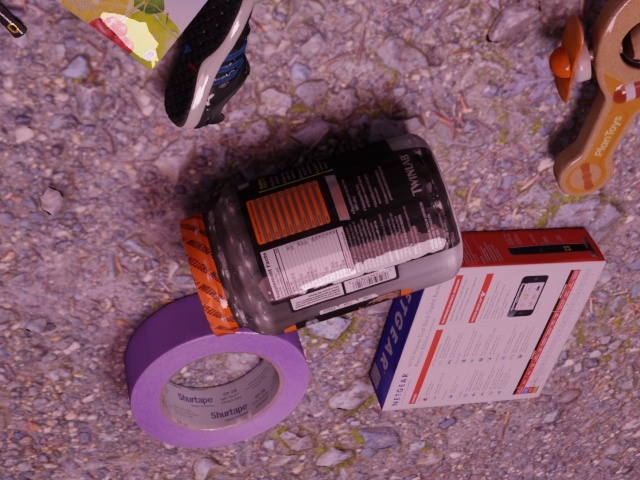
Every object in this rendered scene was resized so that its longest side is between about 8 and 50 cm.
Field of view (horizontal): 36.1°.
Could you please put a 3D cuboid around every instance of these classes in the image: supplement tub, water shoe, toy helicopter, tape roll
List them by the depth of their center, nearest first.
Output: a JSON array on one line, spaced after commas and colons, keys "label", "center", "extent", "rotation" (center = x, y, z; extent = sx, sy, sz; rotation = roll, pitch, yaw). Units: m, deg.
[{"label": "water shoe", "center": [-0.118, -0.222, 1.152], "extent": [0.080, 0.073, 0.203], "rotation": [-11, 142, -49]}, {"label": "supplement tub", "center": [0.000, 0.000, 1.294], "extent": [0.338, 0.207, 0.207], "rotation": [-17, 136, -2]}, {"label": "toy helicopter", "center": [0.387, -0.197, 1.296], "extent": [0.235, 0.140, 0.355], "rotation": [1, 134, -18]}, {"label": "tape roll", "center": [-0.160, 0.202, 1.516], "extent": [0.275, 0.090, 0.275], "rotation": [-10, 134, -11]}]

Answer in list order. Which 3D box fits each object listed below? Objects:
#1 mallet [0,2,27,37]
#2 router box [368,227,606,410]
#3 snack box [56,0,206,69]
[{"label": "mallet", "center": [-0.384, -0.273, 1.022], "extent": [0.062, 0.039, 0.189], "rotation": [-27, 139, 5]}, {"label": "router box", "center": [0.263, 0.132, 1.602], "extent": [0.301, 0.082, 0.335], "rotation": [-1, 133, -18]}, {"label": "snack box", "center": [-0.181, -0.309, 0.998], "extent": [0.174, 0.070, 0.207], "rotation": [34, 98, -40]}]
